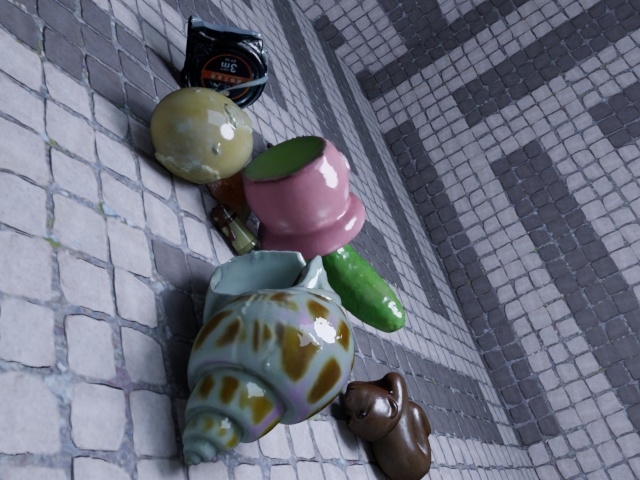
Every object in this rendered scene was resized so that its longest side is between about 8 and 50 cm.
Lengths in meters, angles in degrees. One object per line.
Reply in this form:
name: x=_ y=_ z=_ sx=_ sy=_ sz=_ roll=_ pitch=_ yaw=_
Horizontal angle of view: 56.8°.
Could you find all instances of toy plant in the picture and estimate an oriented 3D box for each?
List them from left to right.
toy plant: x=0.002 y=-0.007 z=1.127 sx=0.317 sy=0.210 sz=0.356 roll=27 pitch=-41 yaw=52

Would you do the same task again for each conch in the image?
conch: x=-0.079 y=0.144 z=0.823 sx=0.249 sy=0.197 sz=0.368 roll=26 pitch=18 yaw=15

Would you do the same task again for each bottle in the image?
bottle: x=-0.161 y=-0.023 z=1.081 sx=0.101 sy=0.047 sz=0.063 roll=51 pitch=-21 yaw=-13

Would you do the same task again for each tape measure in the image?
tape measure: x=-0.205 y=-0.368 z=1.262 sx=0.181 sy=0.181 sz=0.107 roll=6 pitch=42 yaw=-22

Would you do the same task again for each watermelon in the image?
watermelon: x=-0.173 y=-0.119 z=1.148 sx=0.163 sy=0.068 sz=0.087 roll=53 pitch=19 yaw=-16

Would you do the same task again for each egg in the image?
egg: x=-0.203 y=-0.179 z=1.024 sx=0.201 sy=0.164 sz=0.164 roll=17 pitch=47 yaw=-59

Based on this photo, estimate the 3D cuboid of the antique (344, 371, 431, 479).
antique: x=0.132 y=0.369 z=1.154 sx=0.257 sy=0.121 sz=0.143 roll=58 pitch=26 yaw=-28

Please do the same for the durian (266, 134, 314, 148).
durian: x=-0.050 y=-0.175 z=1.416 sx=0.196 sy=0.167 sz=0.196 roll=35 pitch=24 yaw=-18
